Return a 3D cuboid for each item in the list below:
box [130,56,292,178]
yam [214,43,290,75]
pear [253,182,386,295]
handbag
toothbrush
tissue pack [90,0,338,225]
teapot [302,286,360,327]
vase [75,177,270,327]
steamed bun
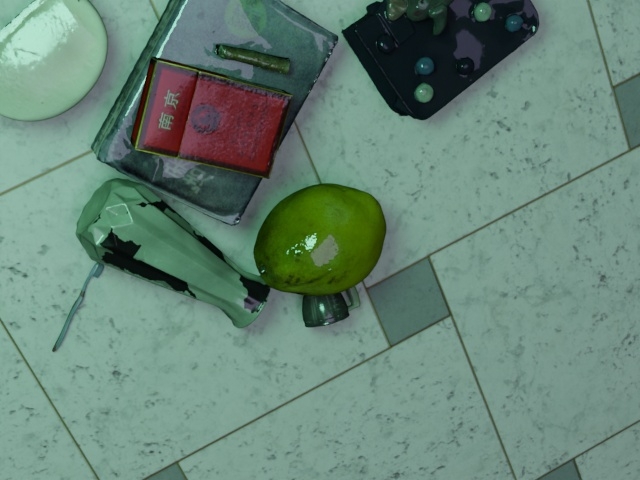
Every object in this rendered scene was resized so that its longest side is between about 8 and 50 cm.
[{"bbox_3d":[-0.182,-0.204,1.597,0.240,0.074,0.153,12,108,-22],"label":"box"},{"bbox_3d":[-0.116,-0.305,1.611,0.130,0.027,0.033,7,104,-20],"label":"yam"},{"bbox_3d":[0.000,0.000,1.781,0.269,0.212,0.212,-29,114,-19],"label":"pear"},{"bbox_3d":[0.223,-0.411,1.777,0.326,0.118,0.269,-40,113,-5],"label":"handbag"},{"bbox_3d":[-0.455,0.125,1.779,0.019,0.013,0.193,26,97,-32],"label":"toothbrush"},{"bbox_3d":[-0.186,-0.259,1.684,0.288,0.124,0.394,28,96,-23],"label":"tissue pack"},{"bbox_3d":[0.012,0.118,1.902,0.092,0.124,0.090,-11,96,28],"label":"teapot"},{"bbox_3d":[-0.263,0.032,1.741,0.360,0.165,0.165,34,94,-27],"label":"vase"},{"bbox_3d":[-0.454,-0.296,1.573,0.242,0.146,0.164,-44,111,-1],"label":"steamed bun"}]
